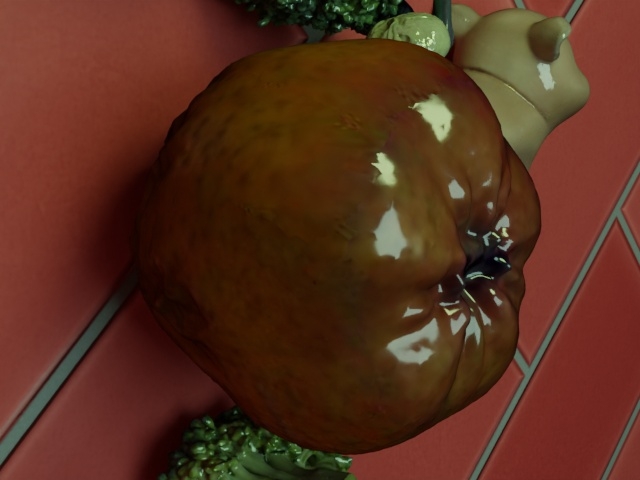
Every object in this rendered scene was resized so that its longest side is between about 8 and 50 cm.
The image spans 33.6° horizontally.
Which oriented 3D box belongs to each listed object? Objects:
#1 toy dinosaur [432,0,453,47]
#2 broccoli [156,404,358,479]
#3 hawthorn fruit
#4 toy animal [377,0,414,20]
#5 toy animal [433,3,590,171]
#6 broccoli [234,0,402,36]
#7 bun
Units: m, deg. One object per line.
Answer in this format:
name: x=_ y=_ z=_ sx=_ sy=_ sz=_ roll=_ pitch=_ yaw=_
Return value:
toy dinosaur: x=0.179 y=-0.473 z=1.364 sx=0.331 sy=0.129 sz=0.383 roll=-88 pitch=-176 yaw=-47
broccoli: x=-0.053 y=0.324 z=1.307 sx=0.263 sy=0.243 sz=0.247 roll=24 pitch=65 yaw=-50
hawthorn fruit: x=0.000 y=0.000 z=1.177 sx=0.472 sy=0.472 sz=0.471 roll=-9 pitch=103 yaw=-45
toy animal: x=0.087 y=-0.176 z=1.408 sx=0.122 sy=0.185 sz=0.298 roll=-5 pitch=84 yaw=-38
toy animal: x=0.250 y=-0.206 z=1.581 sx=0.326 sy=0.237 sz=0.269 roll=-26 pitch=126 yaw=-38
broccoli: x=0.020 y=-0.386 z=1.286 sx=0.288 sy=0.245 sz=0.248 roll=-1 pitch=133 yaw=-18
bun: x=0.098 y=-0.235 z=1.268 sx=0.115 sy=0.115 sz=0.069 roll=-52 pitch=121 yaw=-27
